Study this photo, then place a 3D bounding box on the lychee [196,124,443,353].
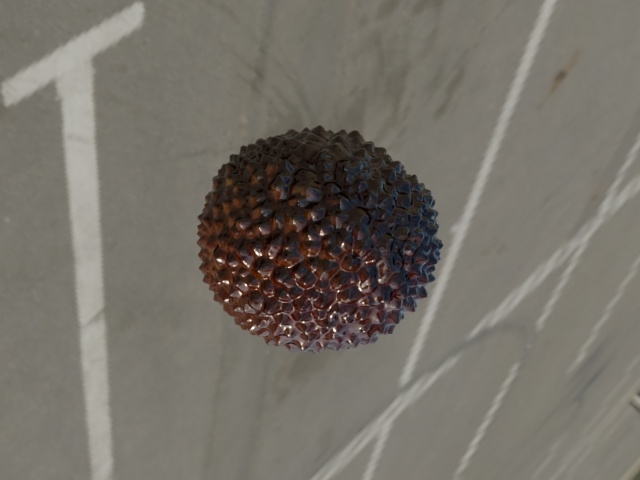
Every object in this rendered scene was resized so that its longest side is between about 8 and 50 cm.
[{"bbox_3d":[0.003,-0.001,0.631,0.129,0.123,0.123,-16,180,33],"label":"lychee"}]
